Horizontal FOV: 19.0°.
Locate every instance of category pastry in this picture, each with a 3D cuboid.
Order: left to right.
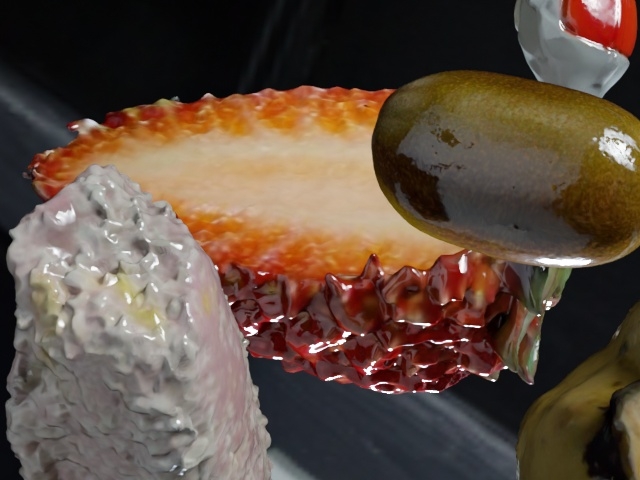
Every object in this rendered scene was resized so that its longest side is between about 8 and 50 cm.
[{"bbox_3d":[-0.074,0.094,0.803,0.112,0.103,0.265,19,-46,11],"label":"pastry"}]

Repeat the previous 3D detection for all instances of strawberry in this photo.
[{"bbox_3d":[0.000,0.000,1.073,0.306,0.233,0.137,7,-59,17],"label":"strawberry"}]

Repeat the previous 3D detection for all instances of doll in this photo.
[{"bbox_3d":[0.174,-0.166,1.292,0.075,0.102,0.227,-12,-109,49],"label":"doll"}]

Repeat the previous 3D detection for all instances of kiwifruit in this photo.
[{"bbox_3d":[0.081,-0.029,0.784,0.124,0.075,0.075,14,-85,11],"label":"kiwifruit"}]

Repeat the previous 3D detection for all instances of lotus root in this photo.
[{"bbox_3d":[0.122,0.077,0.592,0.125,0.221,0.118,-29,-109,6],"label":"lotus root"}]
